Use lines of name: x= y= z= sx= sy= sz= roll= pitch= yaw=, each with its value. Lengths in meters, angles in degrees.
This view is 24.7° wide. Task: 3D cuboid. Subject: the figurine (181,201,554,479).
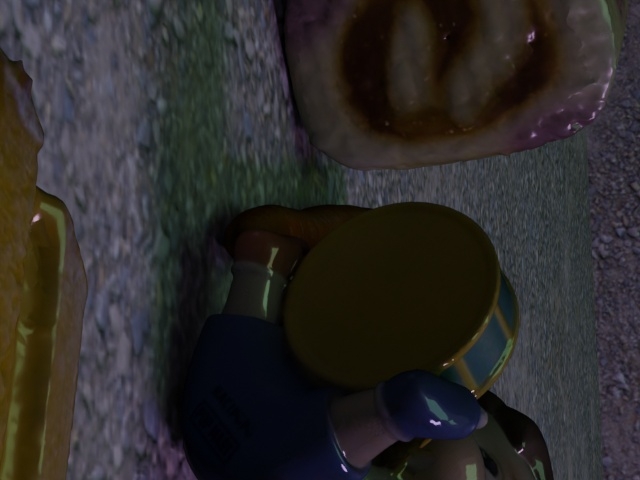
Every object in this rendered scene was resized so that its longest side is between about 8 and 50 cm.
figurine: x=0.043 y=0.110 z=0.686 sx=0.161 sy=0.158 sz=0.275 roll=48 pitch=-10 yaw=39

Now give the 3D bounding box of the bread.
bread: x=0.103 y=-0.167 z=0.914 sx=0.338 sy=0.187 sz=0.155 roll=-64 pitch=142 yaw=-61

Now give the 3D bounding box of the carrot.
carrot: x=0.000 y=0.000 z=0.777 sx=0.248 sy=0.043 sz=0.043 roll=3 pitch=83 yaw=-72

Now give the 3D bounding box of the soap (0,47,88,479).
soap: x=-0.113 y=0.055 z=0.314 sx=0.140 sy=0.073 sz=0.232 roll=55 pitch=34 yaw=-64
